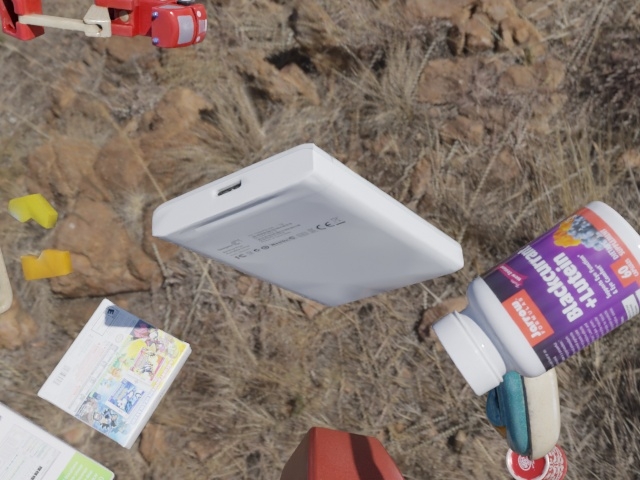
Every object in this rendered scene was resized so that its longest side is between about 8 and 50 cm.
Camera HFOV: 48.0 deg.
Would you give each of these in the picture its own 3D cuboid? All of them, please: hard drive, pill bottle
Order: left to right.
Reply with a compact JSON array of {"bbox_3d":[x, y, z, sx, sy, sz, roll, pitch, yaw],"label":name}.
[{"bbox_3d":[0.000,0.000,0.909,0.233,0.353,0.047,-19,62,30],"label":"hard drive"},{"bbox_3d":[0.205,0.059,0.668,0.193,0.108,0.108,-35,56,6],"label":"pill bottle"}]

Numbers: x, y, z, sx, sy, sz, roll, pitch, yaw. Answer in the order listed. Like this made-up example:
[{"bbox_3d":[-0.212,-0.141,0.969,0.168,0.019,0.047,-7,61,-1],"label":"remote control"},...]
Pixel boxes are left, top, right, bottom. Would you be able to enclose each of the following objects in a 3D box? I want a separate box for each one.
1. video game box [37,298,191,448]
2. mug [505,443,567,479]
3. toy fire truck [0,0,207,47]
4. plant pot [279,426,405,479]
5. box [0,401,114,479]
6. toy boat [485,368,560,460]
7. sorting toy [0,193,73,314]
[{"bbox_3d":[-0.363,0.235,1.284,0.187,0.048,0.205,26,69,13],"label":"video game box"},{"bbox_3d":[0.458,0.479,1.592,0.150,0.169,0.113,37,93,31],"label":"mug"},{"bbox_3d":[-0.240,-0.247,0.800,0.192,0.135,0.047,17,121,19],"label":"toy fire truck"},{"bbox_3d":[0.037,0.581,1.628,0.236,0.267,0.267,-101,33,-51],"label":"plant pot"},{"bbox_3d":[-0.496,0.352,1.025,0.232,0.322,0.058,-57,17,-19],"label":"box"},{"bbox_3d":[0.353,0.259,1.367,0.148,0.267,0.318,-10,28,7],"label":"toy boat"},{"bbox_3d":[-0.478,-0.009,0.933,0.307,0.041,0.229,-8,95,16],"label":"sorting toy"}]
